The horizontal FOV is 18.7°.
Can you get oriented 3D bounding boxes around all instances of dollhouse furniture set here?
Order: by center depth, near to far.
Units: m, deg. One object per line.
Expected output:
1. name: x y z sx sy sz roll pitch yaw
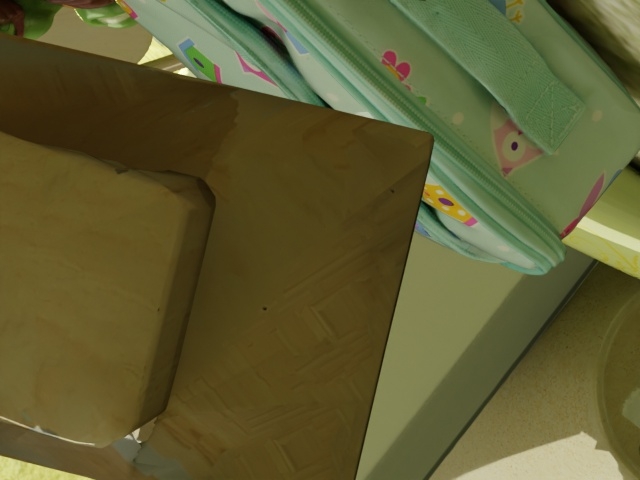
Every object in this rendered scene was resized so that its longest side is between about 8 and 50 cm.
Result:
1. dollhouse furniture set: 0.000 0.023 0.588 0.394 0.362 0.256 13 -178 5

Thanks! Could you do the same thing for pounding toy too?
1. pounding toy: -0.231 -0.210 1.744 0.237 0.183 0.110 24 -133 -53

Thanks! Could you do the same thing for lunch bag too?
1. lunch bag: 0.000 -0.104 0.833 0.279 0.108 0.224 39 177 -33

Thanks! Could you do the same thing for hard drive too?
1. hard drive: 0.000 0.000 1.210 0.047 0.233 0.353 41 175 -40

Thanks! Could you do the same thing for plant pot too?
1. plant pot: 0.152 0.098 1.211 0.256 0.256 0.274 38 160 -17

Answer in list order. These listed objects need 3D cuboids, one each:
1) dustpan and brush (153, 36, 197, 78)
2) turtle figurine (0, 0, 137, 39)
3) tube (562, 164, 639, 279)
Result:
1. dustpan and brush: -0.108 -0.158 1.873 0.211 0.060 0.147 29 161 27
2. turtle figurine: -0.126 -0.132 1.104 0.198 0.274 0.266 1 162 13
3. tube: 0.146 -0.016 1.004 0.240 0.062 0.070 31 -145 22
